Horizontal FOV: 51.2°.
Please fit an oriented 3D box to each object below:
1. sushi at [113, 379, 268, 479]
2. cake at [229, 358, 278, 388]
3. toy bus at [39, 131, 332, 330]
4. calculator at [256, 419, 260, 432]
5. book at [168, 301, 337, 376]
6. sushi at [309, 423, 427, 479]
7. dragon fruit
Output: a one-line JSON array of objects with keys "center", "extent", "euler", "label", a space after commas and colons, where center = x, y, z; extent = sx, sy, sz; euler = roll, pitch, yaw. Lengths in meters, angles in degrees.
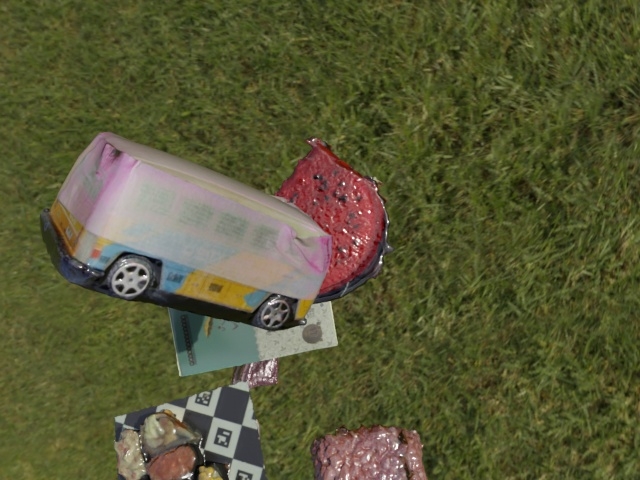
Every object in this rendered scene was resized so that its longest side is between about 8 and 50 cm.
[{"center": [-0.233, 0.409, 1.128], "extent": [0.294, 0.059, 0.291], "euler": [-17, 69, 13], "label": "sushi"}, {"center": [-0.149, 0.266, 1.785], "extent": [0.116, 0.113, 0.295], "euler": [-15, 61, 63], "label": "cake"}, {"center": [-0.147, -0.005, 0.892], "extent": [0.162, 0.387, 0.171], "euler": [-58, 42, 12], "label": "toy bus"}, {"center": [-0.175, 0.522, 1.746], "extent": [0.032, 0.175, 0.100], "euler": [-1, 68, -2], "label": "calculator"}, {"center": [-0.160, 0.157, 1.555], "extent": [0.380, 0.031, 0.263], "euler": [-11, 100, -10], "label": "book"}, {"center": [0.111, 0.523, 1.511], "extent": [0.271, 0.236, 0.170], "euler": [-4, 60, -3], "label": "sushi"}, {"center": [0.000, 0.000, 1.377], "extent": [0.282, 0.100, 0.343], "euler": [37, 88, 7], "label": "dragon fruit"}]
